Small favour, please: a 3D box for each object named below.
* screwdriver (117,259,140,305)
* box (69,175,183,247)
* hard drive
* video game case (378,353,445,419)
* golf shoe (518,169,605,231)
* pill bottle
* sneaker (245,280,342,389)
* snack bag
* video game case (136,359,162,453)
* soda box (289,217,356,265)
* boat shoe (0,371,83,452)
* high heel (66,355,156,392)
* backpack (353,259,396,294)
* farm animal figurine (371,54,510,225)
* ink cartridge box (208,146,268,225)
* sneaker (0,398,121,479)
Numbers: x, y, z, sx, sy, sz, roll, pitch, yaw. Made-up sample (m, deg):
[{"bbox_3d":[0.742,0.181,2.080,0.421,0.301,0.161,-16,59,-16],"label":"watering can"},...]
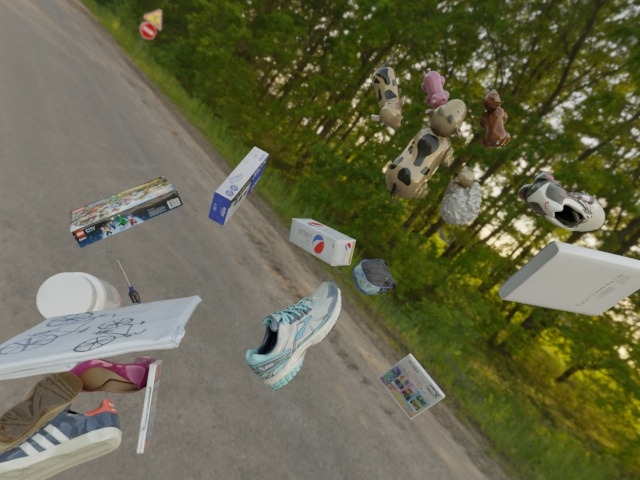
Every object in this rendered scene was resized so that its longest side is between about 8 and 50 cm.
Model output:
[{"bbox_3d":[-0.505,0.113,1.088,0.025,0.169,0.024,15,43,11],"label":"screwdriver"},{"bbox_3d":[-0.456,-0.075,0.964,0.159,0.233,0.044,32,-36,53],"label":"box"},{"bbox_3d":[0.728,0.118,1.172,0.353,0.233,0.047,11,46,-16],"label":"hard drive"},{"bbox_3d":[0.279,0.452,1.275,0.157,0.143,0.019,51,27,16],"label":"video game case"},{"bbox_3d":[0.587,-0.060,0.975,0.273,0.105,0.120,17,39,-25],"label":"golf shoe"},{"bbox_3d":[-0.706,0.181,1.217,0.160,0.160,0.283,38,-18,-2],"label":"pill bottle"},{"bbox_3d":[-0.058,0.196,0.948,0.122,0.283,0.110,44,-20,-22],"label":"sneaker"},{"bbox_3d":[-0.405,0.173,0.771,0.343,0.037,0.323,-8,6,-9],"label":"snack bag"},{"bbox_3d":[-0.612,0.585,1.483,0.025,0.284,0.204,8,-13,-14],"label":"video game case"},{"bbox_3d":[0.000,0.000,1.144,0.069,0.073,0.216,0,18,-37],"label":"soda box"},{"bbox_3d":[-0.929,0.548,1.341,0.122,0.110,0.341,43,13,-1],"label":"boat shoe"},{"bbox_3d":[-0.817,0.524,1.534,0.181,0.378,0.127,-111,-174,-75],"label":"high heel"},{"bbox_3d":[0.154,0.115,1.251,0.114,0.084,0.105,7,52,-37],"label":"backpack"},{"bbox_3d":[0.228,-0.231,0.897,0.331,0.326,0.172,23,4,20],"label":"farm animal figurine"},{"bbox_3d":[-0.201,-0.139,1.025,0.046,0.097,0.207,29,47,-3],"label":"ink cartridge box"},{"bbox_3d":[-0.719,0.533,1.101,0.350,0.131,0.148,-14,48,-16],"label":"sneaker"}]
